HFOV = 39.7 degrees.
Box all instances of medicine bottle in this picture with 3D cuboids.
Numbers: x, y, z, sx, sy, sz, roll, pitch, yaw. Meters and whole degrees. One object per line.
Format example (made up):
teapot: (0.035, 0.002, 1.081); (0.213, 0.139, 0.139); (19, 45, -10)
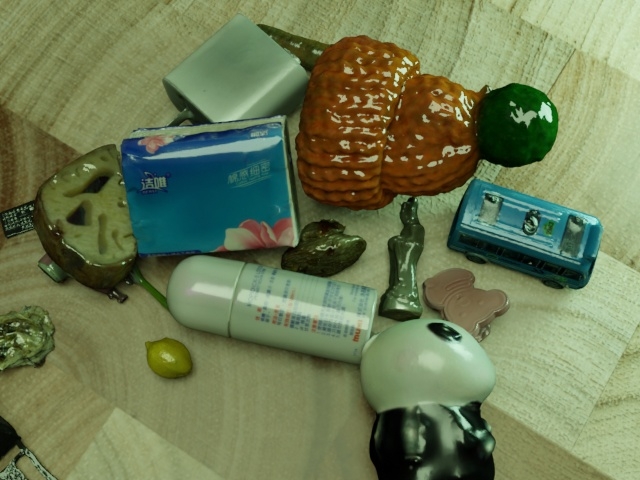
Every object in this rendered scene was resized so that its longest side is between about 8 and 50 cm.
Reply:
medicine bottle: (-0.084, 0.108, 1.450); (0.341, 0.130, 0.130); (11, 73, 3)

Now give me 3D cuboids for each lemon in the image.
lemon: (-0.252, 0.193, 1.461); (0.092, 0.065, 0.065); (31, 75, 10)

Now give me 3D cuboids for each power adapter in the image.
power adapter: (-0.170, -0.250, 1.571); (0.187, 0.124, 0.255); (43, 78, 13)

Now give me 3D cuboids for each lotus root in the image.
lotus root: (-0.394, -0.042, 1.493); (0.170, 0.074, 0.260); (-9, 64, -29)

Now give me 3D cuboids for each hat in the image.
hat: (0.173, -0.170, 1.464); (0.400, 0.285, 0.285); (12, 73, 6)

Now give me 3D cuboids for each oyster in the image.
oyster: (-0.521, 0.169, 1.464); (0.166, 0.053, 0.108); (-16, 86, -26)

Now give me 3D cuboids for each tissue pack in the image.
tissue pack: (-0.177, -0.087, 1.449); (0.270, 0.137, 0.209); (-4, 106, 4)

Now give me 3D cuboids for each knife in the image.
knife: (-0.296, 0.076, 1.519); (0.184, 0.022, 0.026); (42, 104, 13)

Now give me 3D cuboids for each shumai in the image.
shumai: (-0.005, 0.011, 1.490); (0.139, 0.123, 0.105); (-38, 66, 0)

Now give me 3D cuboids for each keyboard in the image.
keyboard: (-0.488, -0.052, 1.567); (0.155, 0.010, 0.053); (-21, 75, -6)

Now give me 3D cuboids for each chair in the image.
chair: (-0.510, 0.352, 1.390); (0.229, 0.113, 0.106); (41, 79, 16)

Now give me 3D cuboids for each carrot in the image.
carrot: (0.008, -0.335, 1.627); (0.342, 0.070, 0.070); (24, 74, 10)

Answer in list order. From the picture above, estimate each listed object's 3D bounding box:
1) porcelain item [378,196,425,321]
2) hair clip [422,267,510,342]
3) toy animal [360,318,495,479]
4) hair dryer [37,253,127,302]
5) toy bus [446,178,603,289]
porcelain item: (0.145, 0.025, 1.499); (0.069, 0.081, 0.215); (10, 73, -4)
hair clip: (0.232, 0.101, 1.465); (0.123, 0.102, 0.138); (-30, 74, -11)
toy animal: (0.167, 0.255, 1.360); (0.213, 0.212, 0.266); (-2, 76, 0)
hair dryer: (-0.393, 0.055, 1.520); (0.154, 0.054, 0.106); (42, 70, 2)
toy bus: (0.345, -0.010, 1.482); (0.246, 0.134, 0.113); (19, 74, 8)
